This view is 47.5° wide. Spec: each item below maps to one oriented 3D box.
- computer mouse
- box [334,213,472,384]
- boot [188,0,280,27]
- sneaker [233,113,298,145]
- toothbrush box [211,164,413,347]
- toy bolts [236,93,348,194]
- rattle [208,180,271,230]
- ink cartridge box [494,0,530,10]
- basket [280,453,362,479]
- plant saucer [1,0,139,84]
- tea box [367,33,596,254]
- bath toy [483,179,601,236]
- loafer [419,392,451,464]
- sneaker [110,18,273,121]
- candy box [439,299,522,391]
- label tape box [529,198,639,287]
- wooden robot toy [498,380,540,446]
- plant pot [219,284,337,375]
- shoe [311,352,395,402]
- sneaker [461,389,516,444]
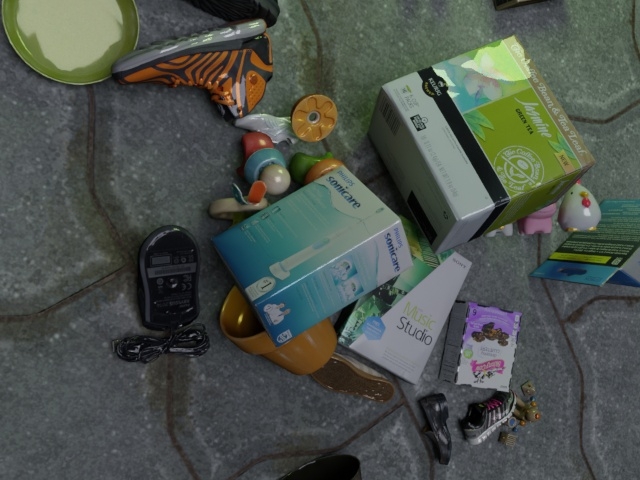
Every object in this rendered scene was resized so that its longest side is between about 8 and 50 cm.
[{"bbox_3d":[-0.306,0.097,1.415,0.188,0.072,0.272,-1,104,-28],"label":"computer mouse"},{"bbox_3d":[0.187,0.134,1.651,0.232,0.058,0.322,31,77,-22],"label":"box"},{"bbox_3d":[-0.189,-0.691,1.419,0.367,0.146,0.445,21,78,-26],"label":"boot"},{"bbox_3d":[-0.108,-0.230,1.505,0.152,0.054,0.061,2,93,-26],"label":"sneaker"},{"bbox_3d":[-0.016,0.020,1.329,0.295,0.216,0.126,-32,133,-10],"label":"toothbrush box"},{"bbox_3d":[-0.040,-0.166,1.448,0.228,0.158,0.218,-7,122,-23],"label":"toy bolts"},{"bbox_3d":[-0.150,-0.026,1.403,0.130,0.200,0.142,20,77,-22],"label":"rattle"},{"bbox_3d":[0.525,-0.683,1.778,0.235,0.088,0.193,-18,100,-23],"label":"ink cartridge box"},{"bbox_3d":[0.019,0.603,1.535,0.204,0.154,0.227,-21,104,-23],"label":"basket"},{"bbox_3d":[-0.459,-0.406,1.342,0.241,0.037,0.241,-1,92,-27],"label":"plant saucer"},{"bbox_3d":[0.324,-0.198,1.528,0.323,0.220,0.329,-24,74,-13],"label":"tea box"},{"bbox_3d":[0.484,-0.077,1.690,0.348,0.151,0.129,-3,91,-7],"label":"bath toy"},{"bbox_3d":[0.270,0.444,1.704,0.061,0.062,0.170,-7,91,-3],"label":"loafer"},{"bbox_3d":[-0.227,-0.304,1.394,0.321,0.124,0.180,-21,115,-21],"label":"sneaker"},{"bbox_3d":[0.385,0.253,1.740,0.165,0.070,0.196,13,85,-25],"label":"candy box"},{"bbox_3d":[0.724,0.034,1.806,0.334,0.240,0.106,-41,109,-18],"label":"label tape box"},{"bbox_3d":[0.503,0.430,1.797,0.076,0.079,0.173,41,74,-21],"label":"wooden robot toy"},{"bbox_3d":[-0.066,0.168,1.467,0.205,0.205,0.188,-50,125,-16],"label":"plant pot"},{"bbox_3d":[0.062,0.298,1.602,0.219,0.058,0.076,27,100,-20],"label":"shoe"},{"bbox_3d":[0.404,0.413,1.757,0.170,0.063,0.075,-41,114,-14],"label":"sneaker"}]
